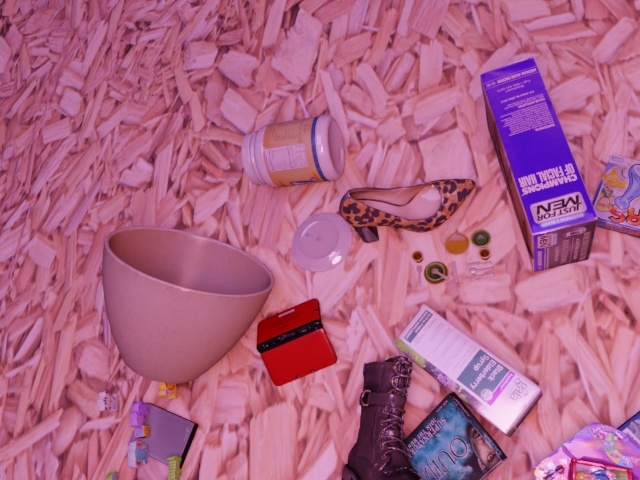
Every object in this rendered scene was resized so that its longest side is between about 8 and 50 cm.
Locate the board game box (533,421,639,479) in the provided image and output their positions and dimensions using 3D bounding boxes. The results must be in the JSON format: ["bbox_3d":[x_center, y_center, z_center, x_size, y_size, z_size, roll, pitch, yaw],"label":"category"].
[{"bbox_3d":[0.395,0.347,0.784,0.169,0.033,0.133,-39,57,3],"label":"board game box"}]

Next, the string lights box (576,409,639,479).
[{"bbox_3d":[0.524,0.309,0.812,0.260,0.077,0.133,-40,58,2],"label":"string lights box"}]

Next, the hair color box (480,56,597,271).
[{"bbox_3d":[0.387,-0.135,0.997,0.110,0.185,0.338,-17,62,15],"label":"hair color box"}]

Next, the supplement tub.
[{"bbox_3d":[-0.058,-0.194,1.222,0.200,0.144,0.144,-5,66,20],"label":"supplement tub"}]

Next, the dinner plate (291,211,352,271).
[{"bbox_3d":[0.000,0.000,1.190,0.141,0.017,0.141,-9,64,19],"label":"dinner plate"}]

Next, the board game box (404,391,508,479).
[{"bbox_3d":[0.201,0.356,0.898,0.126,0.026,0.186,50,123,31],"label":"board game box"}]

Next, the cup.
[{"bbox_3d":[-0.283,0.140,1.100,0.331,0.331,0.236,26,106,29],"label":"cup"}]

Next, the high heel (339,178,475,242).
[{"bbox_3d":[0.170,-0.084,1.059,0.261,0.186,0.093,-25,61,10],"label":"high heel"}]

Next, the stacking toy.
[{"bbox_3d":[-0.371,0.395,1.117,0.167,0.052,0.221,-17,63,15],"label":"stacking toy"}]

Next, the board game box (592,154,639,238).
[{"bbox_3d":[0.596,-0.064,0.969,0.201,0.035,0.136,19,76,27],"label":"board game box"}]

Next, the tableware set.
[{"bbox_3d":[0.256,0.031,1.070,0.154,0.024,0.103,-10,65,18],"label":"tableware set"}]

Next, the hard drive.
[{"bbox_3d":[-0.326,0.404,1.140,0.135,0.022,0.094,13,73,25],"label":"hard drive"}]

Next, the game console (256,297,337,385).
[{"bbox_3d":[-0.049,0.205,1.122,0.144,0.085,0.124,-24,30,10],"label":"game console"}]

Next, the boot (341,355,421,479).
[{"bbox_3d":[0.115,0.305,0.908,0.263,0.091,0.228,-18,56,64],"label":"boot"}]

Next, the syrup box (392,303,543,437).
[{"bbox_3d":[0.252,0.223,0.947,0.237,0.096,0.093,37,85,31],"label":"syrup box"}]
